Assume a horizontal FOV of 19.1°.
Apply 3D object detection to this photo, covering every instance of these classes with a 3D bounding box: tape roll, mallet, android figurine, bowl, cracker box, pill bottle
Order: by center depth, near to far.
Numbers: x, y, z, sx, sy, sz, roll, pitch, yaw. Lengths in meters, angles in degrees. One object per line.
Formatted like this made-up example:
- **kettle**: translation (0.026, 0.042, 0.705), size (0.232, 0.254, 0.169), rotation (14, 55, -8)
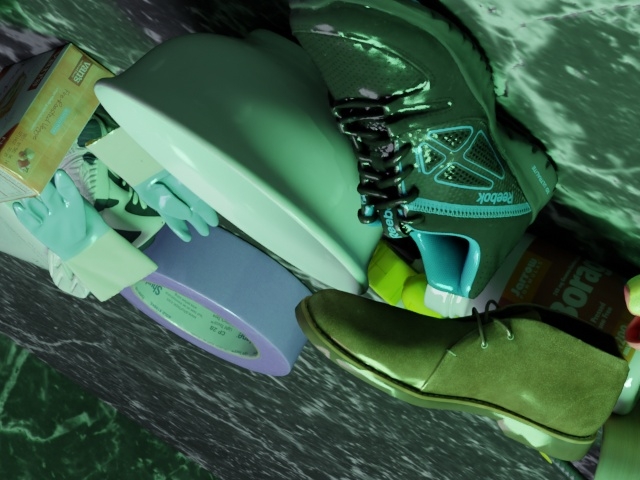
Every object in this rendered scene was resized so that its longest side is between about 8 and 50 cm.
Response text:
- **bowl**: translation (-0.043, -0.092, 1.671), size (0.298, 0.134, 0.298), rotation (37, 173, 5)
- **pill bottle**: translation (0.212, 0.066, 1.771), size (0.216, 0.121, 0.121), rotation (25, 163, 14)
- **mallet**: translation (0.195, 0.186, 1.803), size (0.189, 0.039, 0.062), rotation (47, 154, 7)
- **android figurine**: translation (0.141, 0.088, 1.955), size (0.273, 0.056, 0.248), rotation (44, -175, 21)
- **cracker box**: translation (-0.325, -0.121, 2.062), size (0.067, 0.155, 0.232), rotation (38, 161, -22)
- **tape roll**: translation (-0.138, 0.064, 2.419), size (0.275, 0.090, 0.275), rotation (26, 164, 8)

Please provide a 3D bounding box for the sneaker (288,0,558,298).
- **sneaker**: translation (0.077, -0.080, 1.534), size (0.125, 0.139, 0.341), rotation (12, 156, 45)

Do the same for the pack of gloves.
- **pack of gloves**: translation (-0.226, -0.048, 2.140), size (0.232, 0.195, 0.046), rotation (51, -171, -51)

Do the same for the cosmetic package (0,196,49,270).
- **cosmetic package**: translation (-0.387, -0.082, 2.321), size (0.225, 0.138, 0.224), rotation (21, 162, 30)

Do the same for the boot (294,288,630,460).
- **boot**: translation (0.126, 0.086, 1.645), size (0.305, 0.115, 0.112), rotation (20, -151, -19)

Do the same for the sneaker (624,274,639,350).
- **sneaker**: translation (0.314, 0.081, 1.662), size (0.094, 0.081, 0.208), rotation (-15, 138, 11)

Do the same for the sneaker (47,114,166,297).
- **sneaker**: translation (-0.243, -0.059, 2.242), size (0.094, 0.153, 0.235), rotation (18, 122, 32)

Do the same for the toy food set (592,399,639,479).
- **toy food set**: translation (0.358, 0.225, 1.797), size (0.220, 0.092, 0.306), rotation (17, -166, 4)
